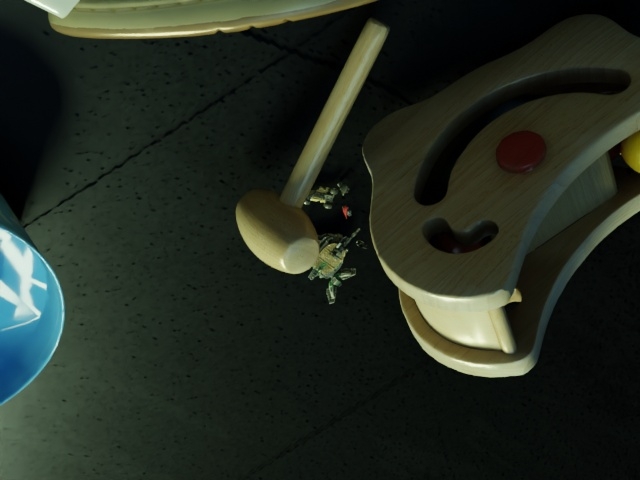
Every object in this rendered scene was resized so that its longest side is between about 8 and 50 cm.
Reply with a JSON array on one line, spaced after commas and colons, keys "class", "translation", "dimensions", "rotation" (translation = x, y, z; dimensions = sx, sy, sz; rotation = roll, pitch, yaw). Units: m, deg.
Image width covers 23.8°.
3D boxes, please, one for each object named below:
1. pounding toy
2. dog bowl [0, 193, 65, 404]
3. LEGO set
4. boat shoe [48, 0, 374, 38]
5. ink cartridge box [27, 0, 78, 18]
[{"class": "pounding toy", "translation": [0.092, -0.037, 0.834], "dimensions": [0.269, 0.154, 0.155], "rotation": [-29, 137, -3]}, {"class": "dog bowl", "translation": [-0.285, 0.057, 0.823], "dimensions": [0.297, 0.074, 0.166], "rotation": [-29, 137, 4]}, {"class": "LEGO set", "translation": [0.002, -0.001, 0.938], "dimensions": [0.054, 0.023, 0.083], "rotation": [1, 118, -28]}, {"class": "boat shoe", "translation": [0.028, -0.180, 0.723], "dimensions": [0.342, 0.123, 0.123], "rotation": [-13, 101, 6]}, {"class": "ink cartridge box", "translation": [-0.169, -0.193, 0.576], "dimensions": [0.208, 0.153, 0.087], "rotation": [24, 119, -38]}]
